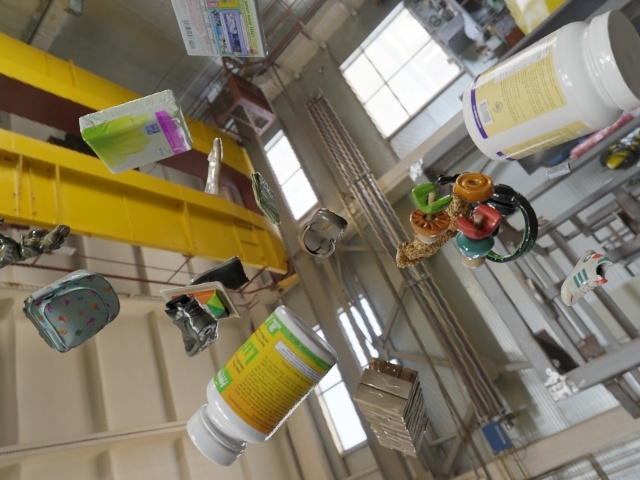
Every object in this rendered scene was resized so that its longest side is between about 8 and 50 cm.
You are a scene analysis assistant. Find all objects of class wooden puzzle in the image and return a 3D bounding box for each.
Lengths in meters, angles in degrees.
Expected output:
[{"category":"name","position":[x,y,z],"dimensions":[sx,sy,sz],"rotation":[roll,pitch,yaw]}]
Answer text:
[{"category":"wooden puzzle","position":[-0.425,0.234,1.595],"dimensions":[0.220,0.239,0.044],"rotation":[75,-168,-49]}]

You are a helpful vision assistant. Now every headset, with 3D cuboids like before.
[{"category":"headset","position":[0.572,-0.099,1.567],"dimensions":[0.185,0.243,0.394],"rotation":[-3,-131,-29]}]

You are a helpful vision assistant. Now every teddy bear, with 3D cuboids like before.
[{"category":"teddy bear","position":[0.406,-0.011,1.577],"dimensions":[0.245,0.338,0.113],"rotation":[24,-151,-58]}]

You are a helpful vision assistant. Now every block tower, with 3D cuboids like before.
[{"category":"block tower","position":[0.153,0.343,0.896],"dimensions":[0.090,0.097,0.335],"rotation":[-63,-28,-28]}]

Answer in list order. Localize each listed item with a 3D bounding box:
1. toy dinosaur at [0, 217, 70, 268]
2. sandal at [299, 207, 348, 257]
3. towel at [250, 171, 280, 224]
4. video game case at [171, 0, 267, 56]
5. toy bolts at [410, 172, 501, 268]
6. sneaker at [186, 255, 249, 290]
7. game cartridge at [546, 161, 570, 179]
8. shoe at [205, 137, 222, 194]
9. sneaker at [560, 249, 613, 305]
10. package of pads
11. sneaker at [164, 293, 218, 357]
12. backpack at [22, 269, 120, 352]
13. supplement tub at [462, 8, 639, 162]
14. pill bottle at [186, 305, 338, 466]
[{"category":"toy dinosaur","position":[-0.710,0.011,1.014],"dimensions":[0.064,0.268,0.118],"rotation":[-97,-18,-52]},{"category":"sandal","position":[0.000,0.000,0.934],"dimensions":[0.090,0.219,0.060],"rotation":[26,-111,-6]},{"category":"towel","position":[-0.154,-0.116,1.258],"dimensions":[0.148,0.027,0.109],"rotation":[54,-159,-59]},{"category":"video game case","position":[-0.221,-0.494,0.936],"dimensions":[0.212,0.194,0.023],"rotation":[82,-158,-44]},{"category":"toy bolts","position":[0.364,-0.042,1.131],"dimensions":[0.228,0.219,0.158],"rotation":[-126,20,-47]},{"category":"sneaker","position":[-0.386,0.158,1.687],"dimensions":[0.118,0.222,0.083],"rotation":[63,180,-3]},{"category":"game cartridge","position":[0.622,-0.182,1.169],"dimensions":[0.083,0.056,0.017],"rotation":[-38,-73,-56]},{"category":"shoe","position":[-0.407,-0.282,1.705],"dimensions":[0.059,0.218,0.076],"rotation":[3,-166,-11]},{"category":"sneaker","position":[0.695,0.106,1.164],"dimensions":[0.057,0.161,0.075],"rotation":[24,-171,-24]},{"category":"package of pads","position":[-0.580,-0.342,1.442],"dimensions":[0.229,0.297,0.101],"rotation":[101,146,-70]},{"category":"sneaker","position":[-0.327,0.213,1.136],"dimensions":[0.087,0.227,0.130],"rotation":[-33,-109,-30]},{"category":"backpack","position":[-0.608,0.168,1.123],"dimensions":[0.188,0.145,0.165],"rotation":[-41,-61,-40]},{"category":"supplement tub","position":[0.530,-0.339,1.028],"dimensions":[0.241,0.331,0.240],"rotation":[9,-106,-34]},{"category":"pill bottle","position":[-0.099,0.241,0.741],"dimensions":[0.136,0.245,0.136],"rotation":[42,175,5]}]
